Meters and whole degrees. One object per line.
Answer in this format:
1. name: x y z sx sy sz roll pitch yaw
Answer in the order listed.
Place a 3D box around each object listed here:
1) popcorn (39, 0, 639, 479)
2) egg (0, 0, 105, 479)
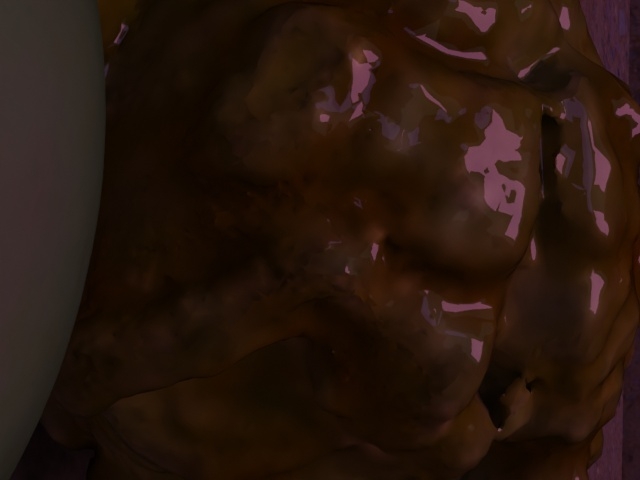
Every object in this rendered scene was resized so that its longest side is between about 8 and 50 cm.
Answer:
1. popcorn: -0.001 -0.006 0.774 0.274 0.279 0.335 -59 157 -27
2. egg: -0.158 -0.027 0.411 0.220 0.220 0.270 -45 135 -64
